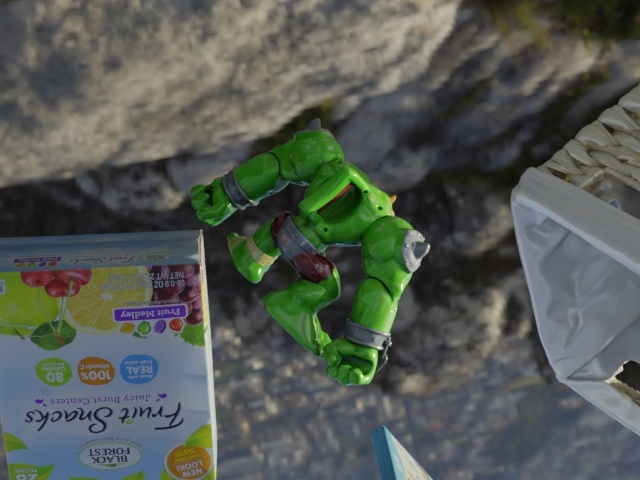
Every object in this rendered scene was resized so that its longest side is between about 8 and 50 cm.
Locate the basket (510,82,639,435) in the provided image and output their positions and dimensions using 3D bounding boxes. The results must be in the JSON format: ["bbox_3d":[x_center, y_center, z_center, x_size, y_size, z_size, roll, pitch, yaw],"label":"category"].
[{"bbox_3d":[0.177,0.017,0.757,0.103,0.113,0.167,-43,142,-16],"label":"basket"}]

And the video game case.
[{"bbox_3d":[0.103,0.231,1.222,0.015,0.119,0.166,-40,105,9],"label":"video game case"}]

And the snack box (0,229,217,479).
[{"bbox_3d":[-0.175,0.099,1.244,0.175,0.070,0.207,-3,117,-1],"label":"snack box"}]

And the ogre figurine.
[{"bbox_3d":[0.000,0.000,1.094,0.118,0.197,0.097,-46,135,13],"label":"ogre figurine"}]
